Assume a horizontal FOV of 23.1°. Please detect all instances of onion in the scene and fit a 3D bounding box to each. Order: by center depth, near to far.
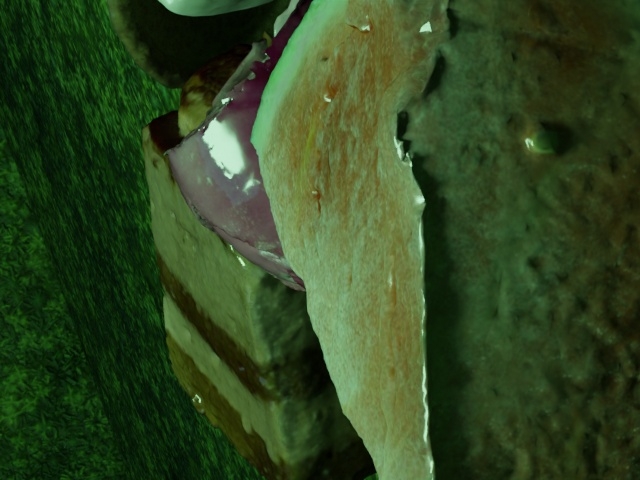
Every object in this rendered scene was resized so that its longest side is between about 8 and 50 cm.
[{"bbox_3d":[0.029,-0.062,0.900,0.207,0.200,0.201,-67,-23,-48],"label":"onion"}]

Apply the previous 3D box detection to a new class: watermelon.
[{"bbox_3d":[0.140,-0.010,0.642,0.319,0.292,0.222,-100,22,-54],"label":"watermelon"}]

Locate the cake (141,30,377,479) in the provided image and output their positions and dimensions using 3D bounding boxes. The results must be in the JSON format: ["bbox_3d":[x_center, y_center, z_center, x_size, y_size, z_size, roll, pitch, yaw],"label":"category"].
[{"bbox_3d":[0.000,0.000,1.085,0.198,0.196,0.293,43,145,50],"label":"cake"}]

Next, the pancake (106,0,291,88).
[{"bbox_3d":[-0.070,-0.193,1.071,0.021,0.199,0.199,28,140,36],"label":"pancake"}]

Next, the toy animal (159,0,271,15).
[{"bbox_3d":[-0.026,-0.249,0.706,0.265,0.206,0.272,79,177,-82],"label":"toy animal"}]
